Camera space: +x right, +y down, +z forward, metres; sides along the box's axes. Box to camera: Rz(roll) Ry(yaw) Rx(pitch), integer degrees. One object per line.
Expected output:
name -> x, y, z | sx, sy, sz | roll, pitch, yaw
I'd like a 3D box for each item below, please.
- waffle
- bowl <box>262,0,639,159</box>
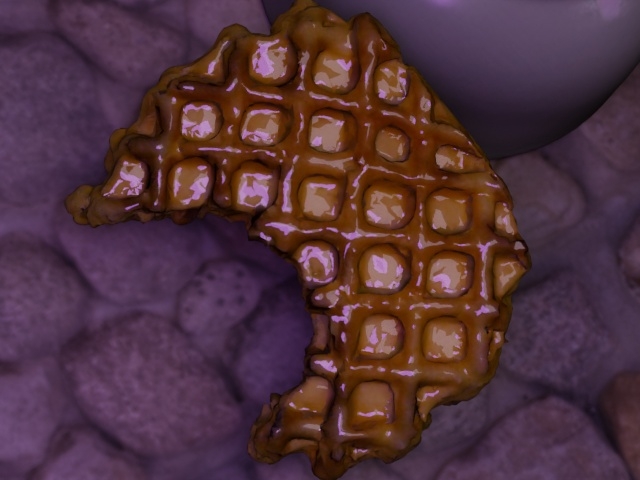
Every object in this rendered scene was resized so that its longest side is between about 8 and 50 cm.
waffle -> 0.000, 0.000, 1.118 | 0.261, 0.151, 0.324 | -36, 93, 2
bowl -> 0.138, -0.253, 1.210 | 0.354, 0.185, 0.353 | 3, 78, -16
